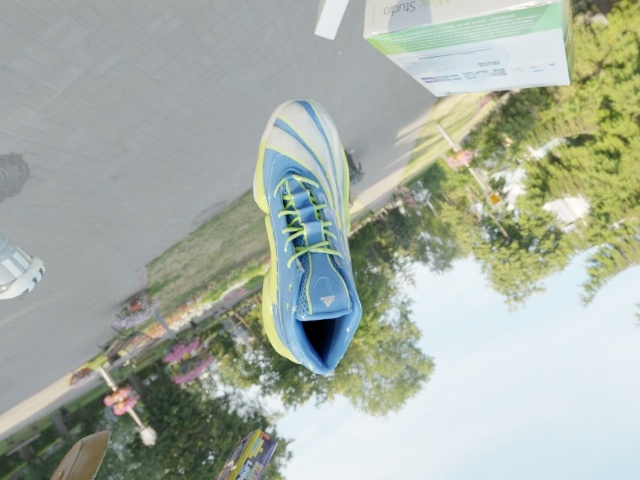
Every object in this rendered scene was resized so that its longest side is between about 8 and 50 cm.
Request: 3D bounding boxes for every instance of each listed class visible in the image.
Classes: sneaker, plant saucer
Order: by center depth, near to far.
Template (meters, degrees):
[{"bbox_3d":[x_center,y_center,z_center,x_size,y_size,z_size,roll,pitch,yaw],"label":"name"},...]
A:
[{"bbox_3d":[-0.180,0.173,0.297,0.083,0.015,0.083,-44,-157,24],"label":"plant saucer"},{"bbox_3d":[0.000,0.000,0.359,0.091,0.240,0.126,-6,-167,-20],"label":"sneaker"},{"bbox_3d":[-0.480,0.010,0.523,0.228,0.086,0.132,-5,135,4],"label":"sneaker"}]

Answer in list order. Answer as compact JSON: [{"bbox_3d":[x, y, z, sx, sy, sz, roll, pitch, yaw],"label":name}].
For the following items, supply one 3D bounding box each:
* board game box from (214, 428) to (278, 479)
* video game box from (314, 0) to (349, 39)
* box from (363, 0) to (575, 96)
[{"bbox_3d":[-0.152,0.425,0.728,0.170,0.048,0.141,-56,-176,-40],"label":"board game box"},{"bbox_3d":[0.045,-0.520,0.781,0.048,0.187,0.205,10,157,-14],"label":"video game box"},{"bbox_3d":[0.237,-0.287,0.623,0.232,0.059,0.322,6,-173,32],"label":"box"}]
